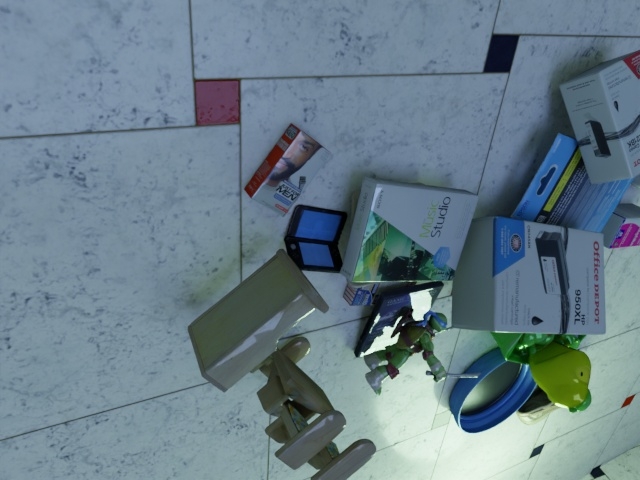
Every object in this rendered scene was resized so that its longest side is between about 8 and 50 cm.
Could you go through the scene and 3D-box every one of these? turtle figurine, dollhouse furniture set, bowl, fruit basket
[{"bbox_3d":[0.269,0.328,1.340,0.266,0.197,0.275,-35,139,14],"label":"turtle figurine"},{"bbox_3d":[-0.049,0.254,1.057,0.256,0.362,0.394,-39,126,-2],"label":"dollhouse furniture set"},{"bbox_3d":[0.652,0.557,1.835,0.392,0.077,0.390,-14,125,-21],"label":"bowl"},{"bbox_3d":[0.752,0.337,1.564,0.392,0.392,0.282,19,109,-37],"label":"fruit basket"}]

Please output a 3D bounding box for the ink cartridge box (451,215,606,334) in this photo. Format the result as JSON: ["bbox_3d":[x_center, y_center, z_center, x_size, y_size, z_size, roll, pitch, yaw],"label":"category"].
[{"bbox_3d":[0.559,0.102,1.304,0.395,0.166,0.285,6,83,-24],"label":"ink cartridge box"}]

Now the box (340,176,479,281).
[{"bbox_3d":[0.214,-0.017,1.148,0.322,0.058,0.232,2,109,-31],"label":"box"}]

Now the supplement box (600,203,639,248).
[{"bbox_3d":[0.996,-0.051,1.618,0.220,0.114,0.111,-5,120,-29],"label":"supplement box"}]

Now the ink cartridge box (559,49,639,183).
[{"bbox_3d":[0.741,-0.304,1.219,0.197,0.114,0.272,-29,103,-23],"label":"ink cartridge box"}]

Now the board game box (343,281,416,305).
[{"bbox_3d":[0.171,0.103,1.292,0.194,0.045,0.146,6,116,-32],"label":"board game box"}]

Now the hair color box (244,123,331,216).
[{"bbox_3d":[-0.067,-0.141,0.997,0.093,0.053,0.167,30,101,-38],"label":"hair color box"}]

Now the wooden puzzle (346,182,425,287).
[{"bbox_3d":[0.167,-0.012,1.180,0.221,0.044,0.238,-10,111,-27],"label":"wooden puzzle"}]

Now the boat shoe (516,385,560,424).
[{"bbox_3d":[0.966,0.639,2.035,0.341,0.121,0.110,-39,131,-1],"label":"boat shoe"}]

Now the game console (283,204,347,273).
[{"bbox_3d":[0.000,0.000,1.108,0.144,0.124,0.085,7,142,-32],"label":"game console"}]

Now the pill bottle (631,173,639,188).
[{"bbox_3d":[1.111,-0.217,1.539,0.302,0.169,0.169,9,115,-34],"label":"pill bottle"}]

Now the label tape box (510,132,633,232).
[{"bbox_3d":[0.693,-0.158,1.376,0.348,0.115,0.249,11,114,-24],"label":"label tape box"}]

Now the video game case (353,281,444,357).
[{"bbox_3d":[0.215,0.223,1.364,0.196,0.026,0.274,-9,137,-25],"label":"video game case"}]
